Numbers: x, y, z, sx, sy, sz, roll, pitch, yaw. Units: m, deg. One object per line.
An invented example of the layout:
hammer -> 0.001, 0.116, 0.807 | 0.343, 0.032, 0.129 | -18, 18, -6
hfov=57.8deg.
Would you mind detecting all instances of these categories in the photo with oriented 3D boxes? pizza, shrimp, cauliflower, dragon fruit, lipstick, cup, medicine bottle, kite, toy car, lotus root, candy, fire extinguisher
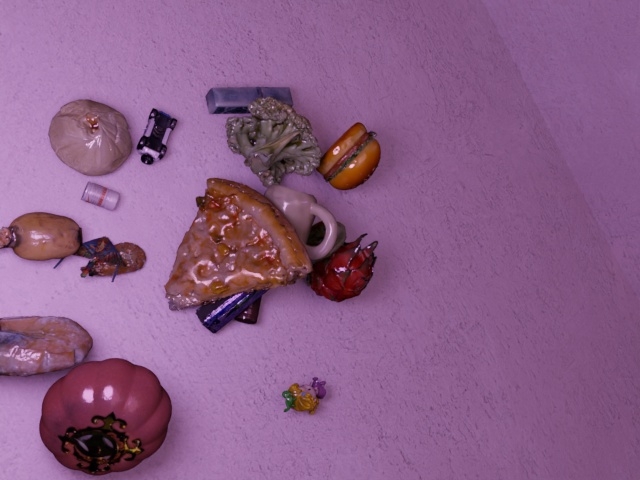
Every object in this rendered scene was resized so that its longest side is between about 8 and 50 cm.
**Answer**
pizza -> -0.257, -0.022, 1.682 | 0.434, 0.080, 0.392 | -12, 64, 5
shrimp -> -0.770, 0.232, 1.357 | 0.445, 0.221, 0.110 | 5, 114, -22
cauliflower -> -0.165, -0.288, 1.827 | 0.326, 0.260, 0.281 | 22, 59, 12
dragon fruit -> 0.080, 0.091, 1.882 | 0.274, 0.192, 0.193 | -29, 89, 9
lipstick -> -0.234, -0.462, 1.914 | 0.289, 0.077, 0.076 | -8, 83, -32
cup -> -0.085, -0.051, 1.768 | 0.173, 0.255, 0.202 | 13, 96, -41
medicine bottle -> -0.610, -0.123, 1.607 | 0.089, 0.057, 0.057 | 23, 67, -26
shrimp -> -0.570, 0.060, 1.599 | 0.184, 0.043, 0.091 | -24, 84, -40
kite -> -0.608, 0.043, 1.561 | 0.182, 0.010, 0.160 | 13, 44, -4
toy car -> -0.490, -0.303, 1.719 | 0.080, 0.070, 0.171 | 24, 65, -25
lotus root -> -0.717, -0.011, 1.474 | 0.220, 0.125, 0.118 | 1, 118, -34
candy -> -0.217, 0.146, 1.690 | 0.312, 0.088, 0.061 | -38, 60, -7
fire extinguisher -> -0.222, 0.134, 1.778 | 0.099, 0.071, 0.231 | 12, 71, -13

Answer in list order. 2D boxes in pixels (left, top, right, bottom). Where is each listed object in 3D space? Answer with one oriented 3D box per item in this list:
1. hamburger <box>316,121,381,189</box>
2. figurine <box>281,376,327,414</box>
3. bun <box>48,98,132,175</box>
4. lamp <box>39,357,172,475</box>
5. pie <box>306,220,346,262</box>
hamburger -> 0.110, -0.276, 1.984 | 0.170, 0.246, 0.246 | 47, 58, -3
figurine -> -0.055, 0.494, 1.778 | 0.156, 0.094, 0.115 | -8, 103, -51
bun -> -0.626, -0.295, 1.595 | 0.220, 0.134, 0.221 | 7, 74, -26
lamp -> -0.519, 0.417, 1.418 | 0.305, 0.240, 0.306 | -5, 116, -10
pie -> 0.000, 0.000, 1.879 | 0.187, 0.186, 0.041 | -52, 129, -30
